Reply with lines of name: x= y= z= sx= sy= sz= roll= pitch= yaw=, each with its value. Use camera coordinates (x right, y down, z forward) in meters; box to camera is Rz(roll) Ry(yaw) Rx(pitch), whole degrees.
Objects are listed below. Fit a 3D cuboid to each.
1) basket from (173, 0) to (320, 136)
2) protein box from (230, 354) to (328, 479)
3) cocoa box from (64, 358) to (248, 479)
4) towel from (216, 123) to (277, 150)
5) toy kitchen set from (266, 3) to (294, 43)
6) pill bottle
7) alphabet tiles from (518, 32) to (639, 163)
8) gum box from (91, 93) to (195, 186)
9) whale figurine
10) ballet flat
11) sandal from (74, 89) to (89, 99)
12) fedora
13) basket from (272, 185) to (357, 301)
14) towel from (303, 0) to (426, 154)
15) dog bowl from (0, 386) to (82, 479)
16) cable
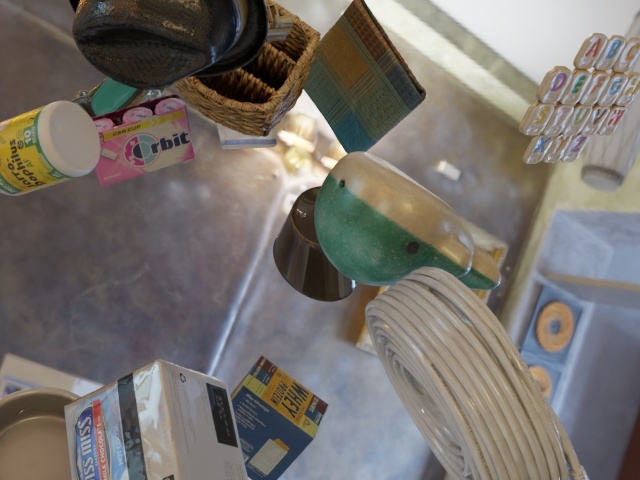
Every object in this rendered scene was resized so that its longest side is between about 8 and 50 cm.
basket: x=-0.186 y=-0.394 z=1.717 sx=0.299 sy=0.213 sz=0.223 roll=36 pitch=-29 yaw=4
protein box: x=-0.128 y=0.416 z=1.827 sx=0.199 sy=0.201 sz=0.136 roll=37 pitch=26 yaw=-1
cocoa box: x=-0.281 y=0.429 z=1.420 sx=0.228 sy=0.347 sz=0.231 roll=-27 pitch=-31 yaw=17
towel: x=-0.231 y=-0.392 z=2.249 sx=0.209 sy=0.285 sz=0.034 roll=4 pitch=25 yaw=35
toy kitchen set: x=-0.100 y=-0.423 z=1.514 sx=0.068 sy=0.075 sz=0.083 roll=-12 pitch=-8 yaw=-19
pill bottle: x=-0.457 y=-0.136 z=1.246 sx=0.208 sy=0.118 sz=0.117 roll=-12 pitch=-26 yaw=27
alphabet tiles: x=0.505 y=-0.262 z=1.533 sx=0.284 sy=0.278 sz=0.021 roll=-5 pitch=41 yaw=-35
gum box: x=-0.321 y=-0.181 z=1.431 sx=0.062 sy=0.188 sz=0.107 roll=-128 pitch=-156 yaw=-47
whale figurine: x=0.105 y=0.005 z=0.993 sx=0.272 sy=0.141 sz=0.216 roll=31 pitch=8 yaw=-39
ballet flat: x=-0.461 y=-0.268 z=1.701 sx=0.348 sy=0.123 sz=0.123 roll=-31 pitch=-39 yaw=26
sandal: x=-0.573 y=-0.288 z=2.011 sx=0.049 sy=0.180 sz=0.072 roll=-3 pitch=8 yaw=26
fedora: x=-0.255 y=-0.329 z=1.228 sx=0.334 sy=0.153 sz=0.334 roll=11 pitch=-35 yaw=8
basket: x=0.000 y=0.000 z=1.599 sx=0.204 sy=0.154 sz=0.227 roll=41 pitch=-21 yaw=13
towel: x=0.084 y=-0.361 z=1.842 sx=0.271 sy=0.040 sz=0.370 roll=56 pitch=-27 yaw=0
dog bowl: x=-0.612 y=0.475 z=1.731 sx=0.348 sy=0.349 sz=0.102 roll=21 pitch=-39 yaw=2
cable: x=0.136 y=0.150 z=0.781 sx=0.257 sy=0.089 sz=0.257 roll=63 pitch=-10 yaw=-14
